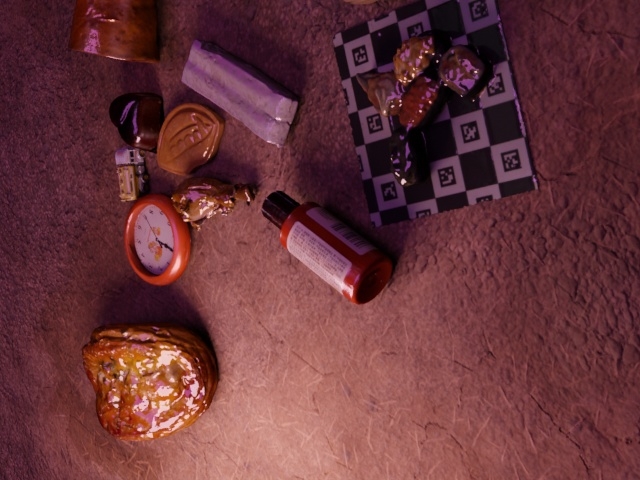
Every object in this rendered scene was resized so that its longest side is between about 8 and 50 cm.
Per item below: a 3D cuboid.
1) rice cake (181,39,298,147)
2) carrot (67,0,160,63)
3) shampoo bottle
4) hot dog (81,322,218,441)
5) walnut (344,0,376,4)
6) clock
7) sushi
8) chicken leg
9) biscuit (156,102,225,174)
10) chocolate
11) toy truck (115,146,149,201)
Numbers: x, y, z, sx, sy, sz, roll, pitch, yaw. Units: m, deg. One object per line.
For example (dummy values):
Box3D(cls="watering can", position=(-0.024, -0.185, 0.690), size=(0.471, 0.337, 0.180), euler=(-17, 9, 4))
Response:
Box3D(cls="rice cake", position=(-0.162, -0.298, 1.794), size=(0.298, 0.050, 0.106), euler=(37, 120, 31))
Box3D(cls="carrot", position=(-0.419, -0.509, 1.902), size=(0.196, 0.196, 0.254), euler=(17, 104, 38))
Box3D(cls="shampoo bottle", position=(0.000, 0.000, 1.668), size=(0.278, 0.104, 0.104), euler=(38, 121, 30))
Box3D(cls="hot dog", position=(-0.407, 0.305, 2.034), size=(0.388, 0.174, 0.267), euler=(-11, 93, 41))
Box3D(cls="walnut", position=(0.079, -0.469, 1.491), size=(0.140, 0.140, 0.162), euler=(55, 129, 20))
Box3D(cls="clock", position=(-0.362, -0.002, 2.021), size=(0.205, 0.051, 0.205), euler=(7, 101, 40))
Box3D(cls="sushi", position=(0.162, -0.219, 1.515), size=(0.343, 0.064, 0.359), euler=(-12, 90, 42))
Box3D(cls="chicken leg", position=(-0.223, -0.081, 1.865), size=(0.207, 0.085, 0.101), euler=(-2, 53, 35))
Box3D(cls="biscuit", position=(-0.281, -0.217, 1.928), size=(0.221, 0.029, 0.142), euler=(-22, 83, 42))
Box3D(cls="chocolate", position=(-0.400, -0.264, 1.990), size=(0.125, 0.080, 0.148), euler=(-44, 68, 38))
Box3D(cls="toy truck", position=(-0.426, -0.150, 2.043), size=(0.052, 0.063, 0.123), euler=(-1, 97, 42))
